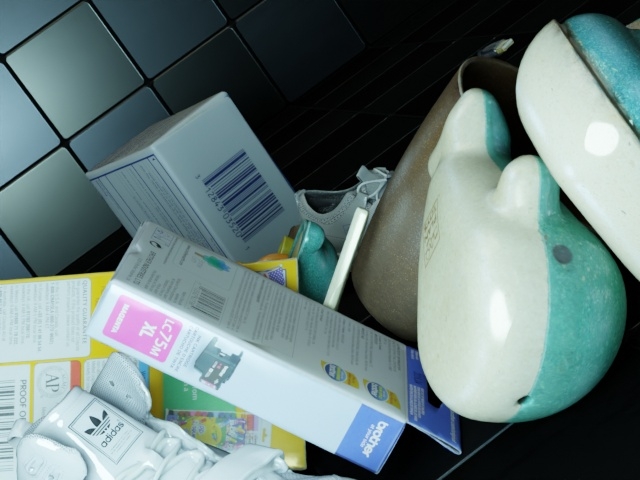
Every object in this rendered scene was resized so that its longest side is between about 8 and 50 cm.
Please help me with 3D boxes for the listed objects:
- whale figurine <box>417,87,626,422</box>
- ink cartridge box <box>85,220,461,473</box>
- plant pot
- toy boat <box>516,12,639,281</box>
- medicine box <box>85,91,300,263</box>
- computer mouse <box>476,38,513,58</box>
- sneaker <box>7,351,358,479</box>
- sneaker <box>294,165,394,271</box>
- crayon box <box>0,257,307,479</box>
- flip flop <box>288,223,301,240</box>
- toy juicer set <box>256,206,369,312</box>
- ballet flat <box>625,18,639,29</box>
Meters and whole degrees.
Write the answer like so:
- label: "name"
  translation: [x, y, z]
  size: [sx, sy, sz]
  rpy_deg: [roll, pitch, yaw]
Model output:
- label: "whale figurine"
  translation: [0.153, 0.011, 1.125]
  size: [0.216, 0.141, 0.272]
  rpy_deg: [109, 161, -48]
- label: "ink cartridge box"
  translation: [-0.032, 0.094, 1.217]
  size: [0.186, 0.311, 0.065]
  rpy_deg: [-81, 16, -74]
- label: "plant pot"
  translation: [0.141, -0.014, 1.352]
  size: [0.230, 0.215, 0.215]
  rpy_deg: [-47, 5, 30]
- label: "toy boat"
  translation: [0.269, -0.017, 0.978]
  size: [0.148, 0.267, 0.318]
  rpy_deg: [-36, 42, 14]
- label: "medicine box"
  translation: [-0.174, -0.051, 2.137]
  size: [0.149, 0.263, 0.289]
  rpy_deg: [-40, 13, -25]
- label: "computer mouse"
  translation: [0.231, -0.156, 1.756]
  size: [0.262, 0.060, 0.184]
  rpy_deg: [-174, 95, -79]
- label: "sneaker"
  translation: [-0.113, 0.197, 1.137]
  size: [0.366, 0.210, 0.137]
  rpy_deg: [-22, 18, 48]
- label: "sneaker"
  translation: [0.083, -0.037, 1.698]
  size: [0.281, 0.115, 0.105]
  rpy_deg: [-16, 21, 33]
- label: "crayon box"
  translation: [-0.171, 0.134, 1.367]
  size: [0.323, 0.203, 0.083]
  rpy_deg: [-5, -18, 7]
- label: "flip flop"
  translation: [0.000, 0.000, 1.902]
  size: [0.112, 0.080, 0.277]
  rpy_deg: [-26, 15, 37]
- label: "toy juicer set"
  translation: [-0.037, 0.080, 1.439]
  size: [0.329, 0.089, 0.209]
  rpy_deg: [136, 151, -79]
- label: "ballet flat"
  translation: [0.318, -0.177, 1.670]
  size: [0.316, 0.108, 0.106]
  rpy_deg: [-24, 46, 66]
